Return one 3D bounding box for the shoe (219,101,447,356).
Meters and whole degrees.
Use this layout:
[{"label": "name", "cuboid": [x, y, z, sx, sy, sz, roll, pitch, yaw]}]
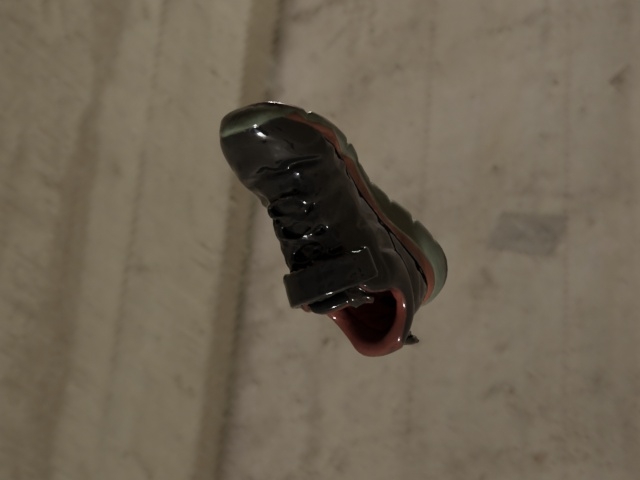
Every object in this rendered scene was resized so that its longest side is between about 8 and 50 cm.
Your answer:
[{"label": "shoe", "cuboid": [0.000, 0.000, 1.532, 0.114, 0.291, 0.137, -17, -140, 36]}]
